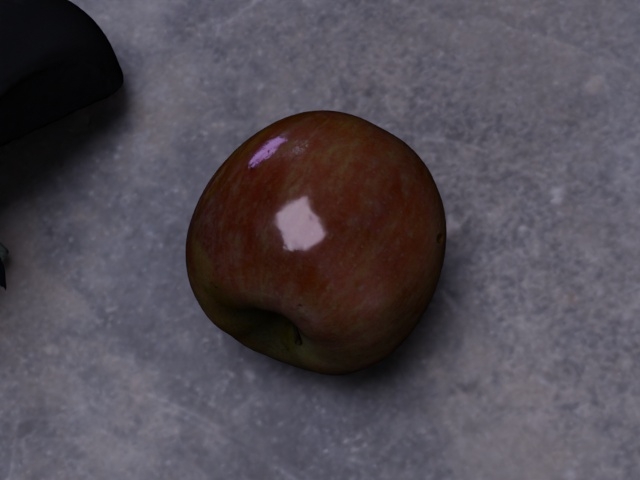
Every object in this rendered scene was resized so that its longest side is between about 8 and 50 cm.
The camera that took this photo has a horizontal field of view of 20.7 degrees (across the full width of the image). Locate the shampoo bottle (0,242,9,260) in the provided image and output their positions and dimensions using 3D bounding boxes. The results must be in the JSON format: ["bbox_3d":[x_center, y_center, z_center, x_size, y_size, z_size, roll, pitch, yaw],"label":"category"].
[{"bbox_3d":[-0.338,0.071,1.411,0.065,0.065,0.204,31,76,22],"label":"shampoo bottle"}]

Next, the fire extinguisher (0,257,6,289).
[{"bbox_3d":[-0.376,0.015,1.366,0.344,0.102,0.138,-6,62,29],"label":"fire extinguisher"}]

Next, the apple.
[{"bbox_3d":[0.000,0.000,1.302,0.188,0.188,0.174,21,61,20],"label":"apple"}]

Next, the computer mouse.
[{"bbox_3d":[-0.281,-0.147,1.401,0.170,0.100,0.269,14,30,31],"label":"computer mouse"}]
